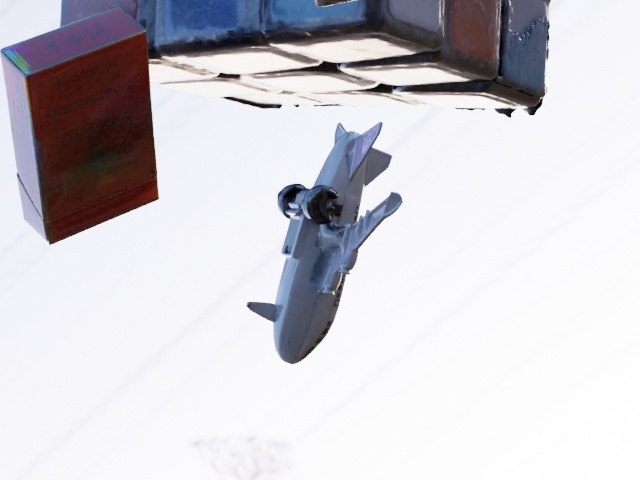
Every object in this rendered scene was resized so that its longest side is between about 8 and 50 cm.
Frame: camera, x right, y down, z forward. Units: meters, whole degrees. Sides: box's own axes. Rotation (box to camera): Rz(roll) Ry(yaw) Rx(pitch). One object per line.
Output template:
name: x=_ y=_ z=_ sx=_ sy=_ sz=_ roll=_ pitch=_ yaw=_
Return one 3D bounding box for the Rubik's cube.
Rubik's cube: x=-0.001 y=-0.312 z=1.680 sx=0.362 sy=0.363 sz=0.359 roll=2 pitch=-2 yaw=36

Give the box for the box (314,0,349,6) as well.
box: x=0.009 y=-0.208 z=1.195 sx=0.045 sy=0.062 sz=0.098 roll=-10 pitch=-36 yaw=-7

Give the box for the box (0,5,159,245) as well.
box: x=-0.192 y=-0.092 z=1.473 sx=0.112 sy=0.048 sz=0.175 roll=-24 pitch=-44 yaw=-27

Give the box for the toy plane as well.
toy plane: x=0.000 y=0.000 z=1.242 sx=0.171 sy=0.065 sz=0.162 roll=-66 pitch=21 yaw=-7
